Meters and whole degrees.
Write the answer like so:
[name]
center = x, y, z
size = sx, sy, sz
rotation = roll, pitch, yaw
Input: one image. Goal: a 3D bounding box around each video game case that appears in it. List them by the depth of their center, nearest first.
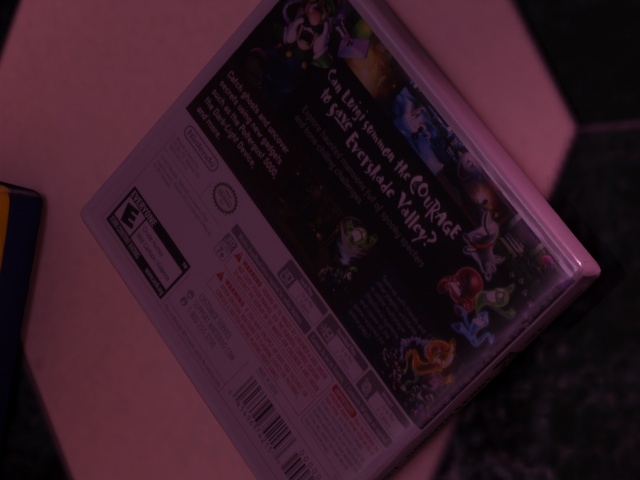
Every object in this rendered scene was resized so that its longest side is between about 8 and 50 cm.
[video game case]
center = 0.000, 0.000, 0.771
size = 0.173, 0.022, 0.190
rotation = -47, 64, 23

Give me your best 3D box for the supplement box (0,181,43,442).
[supplement box]
center = -0.318, 0.044, 0.774
size = 0.195, 0.356, 0.194
rotation = 13, 94, 32
